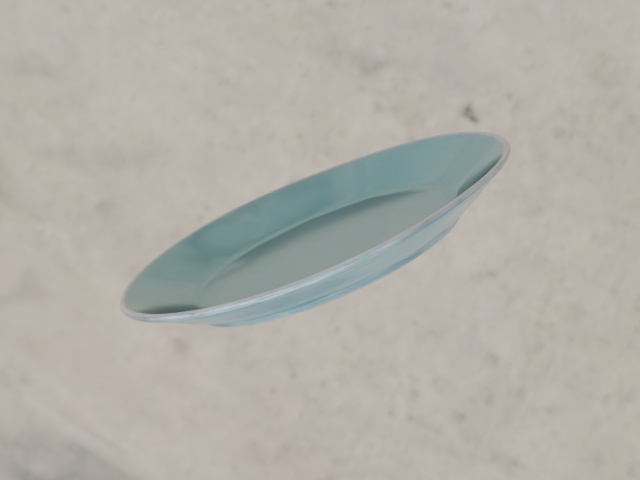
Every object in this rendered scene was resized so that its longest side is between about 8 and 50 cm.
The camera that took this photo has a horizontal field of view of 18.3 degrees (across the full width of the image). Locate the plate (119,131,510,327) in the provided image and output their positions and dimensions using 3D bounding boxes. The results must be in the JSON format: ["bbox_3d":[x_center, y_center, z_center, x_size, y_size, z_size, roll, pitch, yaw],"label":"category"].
[{"bbox_3d":[0.000,0.000,0.887,0.188,0.188,0.024,-10,108,41],"label":"plate"}]
